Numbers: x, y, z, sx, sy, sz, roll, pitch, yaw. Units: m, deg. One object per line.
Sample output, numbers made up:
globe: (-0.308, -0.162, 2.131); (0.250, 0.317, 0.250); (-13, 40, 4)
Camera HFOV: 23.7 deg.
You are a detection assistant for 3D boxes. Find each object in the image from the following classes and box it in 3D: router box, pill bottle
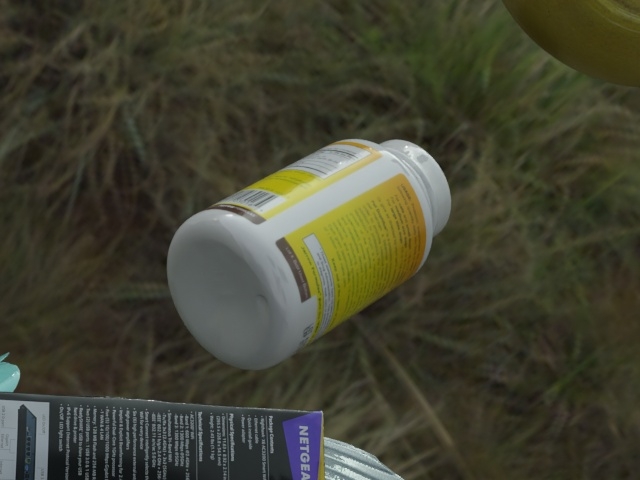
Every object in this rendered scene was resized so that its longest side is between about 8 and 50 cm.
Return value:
router box: (-0.157, 0.187, 1.018); (0.243, 0.309, 0.081); (5, 65, -17)
pill bottle: (0.000, 0.000, 1.095); (0.215, 0.117, 0.117); (-30, 81, -43)

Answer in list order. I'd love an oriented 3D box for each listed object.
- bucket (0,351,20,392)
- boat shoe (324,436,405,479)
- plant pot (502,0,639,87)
bucket: (-0.314, 0.256, 1.329); (0.183, 0.281, 0.281); (-18, 74, -14)
boat shoe: (0.054, 0.243, 1.270); (0.226, 0.076, 0.083); (27, 26, 6)
plant pot: (0.118, -0.112, 0.527); (0.134, 0.134, 0.095); (42, 19, -2)
